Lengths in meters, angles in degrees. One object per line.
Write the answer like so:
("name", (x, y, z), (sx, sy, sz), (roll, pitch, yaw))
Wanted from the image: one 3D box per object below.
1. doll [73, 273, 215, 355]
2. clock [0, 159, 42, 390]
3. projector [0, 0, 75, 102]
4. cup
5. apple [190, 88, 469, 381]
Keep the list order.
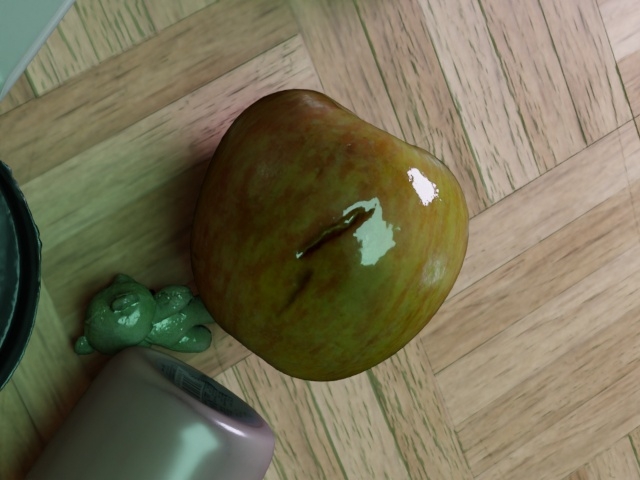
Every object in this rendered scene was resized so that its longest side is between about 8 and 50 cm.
("doll", (-0.159, 0.073, 1.809), (0.150, 0.077, 0.115), (8, 134, -41))
("clock", (-0.401, 0.034, 1.654), (0.325, 0.067, 0.325), (-6, 103, -28))
("projector", (-0.303, -0.233, 1.598), (0.177, 0.163, 0.242), (40, 76, -29))
("cup", (-0.146, 0.222, 1.770), (0.200, 0.191, 0.253), (-57, 157, 4))
("apple", (0.000, 0.000, 1.769), (0.264, 0.264, 0.264), (-7, 104, -29))
